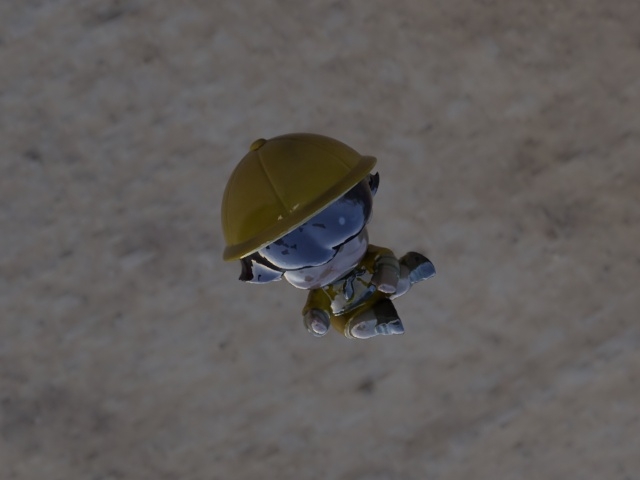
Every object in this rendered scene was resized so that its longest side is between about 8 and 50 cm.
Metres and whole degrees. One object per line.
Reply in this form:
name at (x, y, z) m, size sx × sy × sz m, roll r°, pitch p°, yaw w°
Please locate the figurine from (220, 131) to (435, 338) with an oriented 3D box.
figurine at (-0.003, -0.002, 2.046) m, size 0.192 × 0.167 × 0.257 m, roll -42°, pitch 130°, yaw -14°
